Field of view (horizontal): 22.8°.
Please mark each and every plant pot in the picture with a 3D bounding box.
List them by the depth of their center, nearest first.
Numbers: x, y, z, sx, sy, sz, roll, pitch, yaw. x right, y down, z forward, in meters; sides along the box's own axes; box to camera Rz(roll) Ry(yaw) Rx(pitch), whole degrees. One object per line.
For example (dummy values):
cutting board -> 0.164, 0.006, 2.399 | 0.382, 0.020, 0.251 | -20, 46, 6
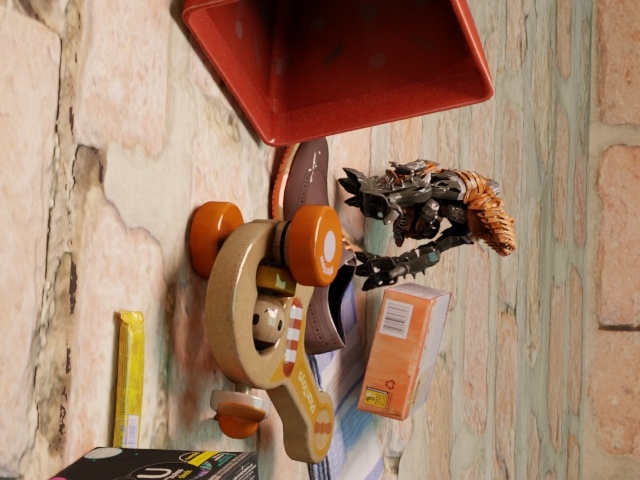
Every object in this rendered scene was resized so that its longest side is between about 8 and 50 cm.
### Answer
plant pot -> 0.019, -0.290, 1.713 | 0.267, 0.267, 0.236 | 56, 26, -56

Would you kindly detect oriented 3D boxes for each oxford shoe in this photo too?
oxford shoe -> 0.000, 0.000, 1.839 | 0.097, 0.098, 0.271 | 27, 64, -67

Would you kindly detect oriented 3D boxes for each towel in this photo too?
towel -> 0.028, 0.215, 2.005 | 0.209, 0.034, 0.285 | -49, 134, -62

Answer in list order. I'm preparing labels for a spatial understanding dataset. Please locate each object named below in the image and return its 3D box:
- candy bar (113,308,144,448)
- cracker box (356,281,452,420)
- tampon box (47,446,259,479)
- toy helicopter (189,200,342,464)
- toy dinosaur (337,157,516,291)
candy bar -> -0.178, 0.144, 1.472 | 0.040, 0.018, 0.162 | 21, 70, -64
cracker box -> 0.111, 0.139, 2.052 | 0.232, 0.067, 0.156 | 0, 103, -79
tampon box -> -0.144, 0.242, 1.357 | 0.120, 0.161, 0.102 | -30, 117, -68
toy helicopter -> -0.046, 0.136, 1.668 | 0.355, 0.140, 0.235 | 69, 30, -48
toy dinosaur -> 0.149, -0.045, 2.053 | 0.322, 0.218, 0.164 | -13, -86, 69
